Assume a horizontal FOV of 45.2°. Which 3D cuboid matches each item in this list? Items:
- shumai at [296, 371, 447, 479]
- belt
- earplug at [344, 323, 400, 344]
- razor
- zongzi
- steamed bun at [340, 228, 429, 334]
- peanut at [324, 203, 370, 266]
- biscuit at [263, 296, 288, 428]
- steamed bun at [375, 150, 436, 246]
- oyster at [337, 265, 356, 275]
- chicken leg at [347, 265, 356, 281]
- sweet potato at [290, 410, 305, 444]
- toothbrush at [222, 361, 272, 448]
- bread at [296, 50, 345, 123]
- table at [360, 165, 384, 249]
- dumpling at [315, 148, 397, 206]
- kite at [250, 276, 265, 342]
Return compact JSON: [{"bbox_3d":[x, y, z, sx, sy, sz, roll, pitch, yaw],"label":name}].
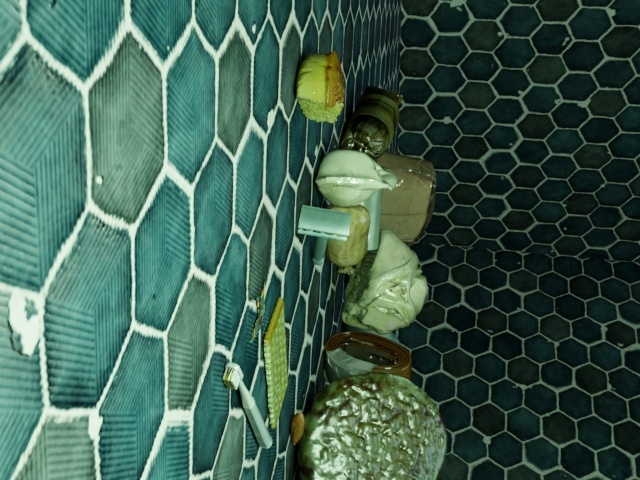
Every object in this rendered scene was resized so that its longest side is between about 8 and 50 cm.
[{"bbox_3d":[0.093,0.521,1.936,0.348,0.395,0.395,141,-40,-66],"label":"shumai"},{"bbox_3d":[0.125,0.340,2.085,0.184,0.261,0.105,-32,129,-47],"label":"belt"},{"bbox_3d":[0.154,0.302,2.547,0.324,0.185,0.185,67,28,-55],"label":"earplug"},{"bbox_3d":[0.000,0.000,1.688,0.232,0.106,0.068,103,-2,-67],"label":"razor"},{"bbox_3d":[0.121,-0.253,2.167,0.286,0.134,0.288,-61,172,-48],"label":"zongzi"},{"bbox_3d":[0.201,0.128,2.163,0.268,0.207,0.280,126,-18,-46],"label":"steamed bun"},{"bbox_3d":[0.062,-0.015,1.888,0.253,0.122,0.137,86,5,-56],"label":"peanut"},{"bbox_3d":[-0.083,0.237,1.466,0.139,0.016,0.231,-73,166,-55],"label":"biscuit"},{"bbox_3d":[0.225,-0.143,2.428,0.199,0.251,0.301,-100,-158,-54],"label":"steamed bun"},{"bbox_3d":[0.075,0.048,2.188,0.177,0.056,0.105,-86,-174,-61],"label":"oyster"},{"bbox_3d":[0.180,0.062,2.553,0.201,0.152,0.429,-51,-173,12],"label":"chicken leg"},{"bbox_3d":[-0.051,0.412,1.704,0.034,0.034,0.095,-65,169,-64],"label":"sweet potato"},{"bbox_3d":[-0.115,0.279,1.263,0.342,0.025,0.030,80,25,-58],"label":"toothbrush"},{"bbox_3d":[0.004,-0.300,1.475,0.156,0.086,0.125,34,61,-80],"label":"bread"},{"bbox_3d":[0.101,-0.092,2.057,0.126,0.126,0.220,-39,134,-77],"label":"table"},{"bbox_3d":[0.088,-0.146,1.777,0.252,0.179,0.131,-38,128,-75],"label":"dumpling"},{"bbox_3d":[-0.103,0.125,1.312,0.090,0.004,0.122,83,15,-55],"label":"kite"}]
